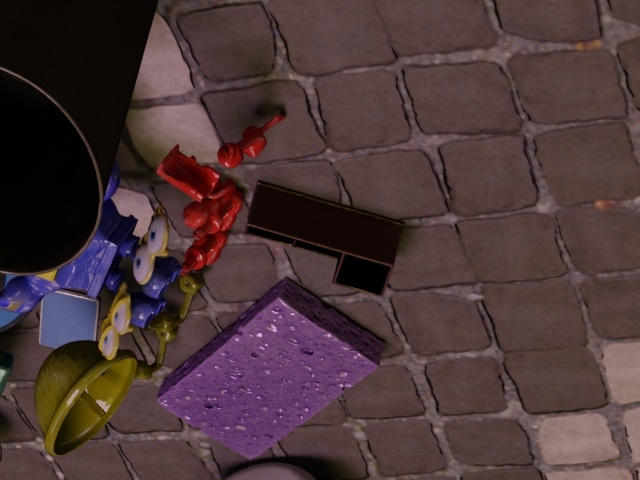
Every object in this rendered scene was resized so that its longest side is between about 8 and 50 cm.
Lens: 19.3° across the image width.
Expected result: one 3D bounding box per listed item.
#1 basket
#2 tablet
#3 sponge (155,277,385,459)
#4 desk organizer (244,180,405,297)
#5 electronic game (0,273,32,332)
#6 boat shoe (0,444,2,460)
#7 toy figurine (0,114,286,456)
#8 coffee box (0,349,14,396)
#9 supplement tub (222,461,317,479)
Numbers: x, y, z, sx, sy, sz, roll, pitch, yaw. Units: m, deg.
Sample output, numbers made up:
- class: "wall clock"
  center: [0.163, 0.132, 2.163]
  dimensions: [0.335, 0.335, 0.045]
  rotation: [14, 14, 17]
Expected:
- class: "basket"
  center: [-0.205, -0.126, 1.376]
  dimensions: [0.154, 0.227, 0.204]
  rotation: [7, 137, 7]
- class: "tablet"
  center: [-0.233, 0.075, 1.749]
  dimensions: [0.054, 0.006, 0.083]
  rotation: [13, 137, 1]
- class: "sponge"
  center: [-0.049, 0.123, 1.731]
  dimensions: [0.117, 0.031, 0.210]
  rotation: [33, 134, -19]
- class: "desk organizer"
  center: [0.000, 0.000, 1.579]
  dimensions: [0.130, 0.050, 0.047]
  rotation: [16, 136, -2]
- class: "electronic game"
  center: [-0.357, 0.008, 1.681]
  dimensions: [0.229, 0.048, 0.229]
  rotation: [8, 136, 7]
- class: "boat shoe"
  center: [-0.406, 0.146, 1.808]
  dimensions: [0.254, 0.095, 0.079]
  rotation: [41, 142, -14]
- class: "toy figurine"
  center: [-0.209, -0.012, 1.570]
  dimensions: [0.217, 0.191, 0.362]
  rotation: [35, 134, 6]
- class: "coffee box"
  center: [-0.386, 0.128, 1.729]
  dimensions: [0.184, 0.040, 0.113]
  rotation: [19, 105, -10]
- class: "supplement tub"
  center: [-0.030, 0.330, 1.856]
  dimensions: [0.144, 0.144, 0.200]
  rotation: [-9, 132, 22]
